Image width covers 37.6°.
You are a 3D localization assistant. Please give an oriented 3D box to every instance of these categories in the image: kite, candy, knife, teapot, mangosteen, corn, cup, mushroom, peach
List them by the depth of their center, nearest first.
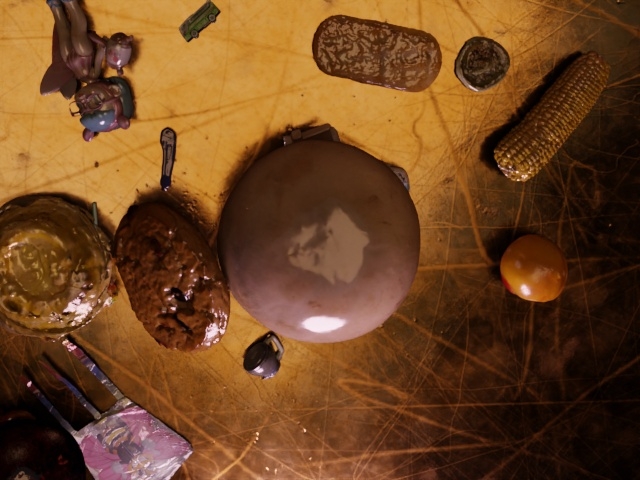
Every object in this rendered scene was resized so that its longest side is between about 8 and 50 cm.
[{"bbox_3d":[0.000,0.000,1.685,0.362,0.294,0.363,1,96,8],"label":"mushroom"},{"bbox_3d":[-0.015,-0.182,1.747,0.099,0.074,0.102,-14,130,-6],"label":"cup"},{"bbox_3d":[-0.562,0.418,1.752,0.228,0.228,0.265,-43,62,3],"label":"mangosteen"},{"bbox_3d":[-0.288,-0.150,1.756,0.031,0.018,0.121,5,101,-15],"label":"knife"},{"bbox_3d":[-0.416,0.028,1.766,0.060,0.060,0.201,-6,93,-5],"label":"candy"},{"bbox_3d":[0.442,-0.237,1.786,0.101,0.101,0.292,38,91,-12],"label":"corn"},{"bbox_3d":[0.412,0.052,1.816,0.138,0.138,0.138,-1,101,-6],"label":"peach"},{"bbox_3d":[-0.105,0.230,1.834,0.057,0.066,0.088,43,70,-31],"label":"teapot"},{"bbox_3d":[-0.421,0.354,1.838,0.204,0.022,0.360,-35,106,1],"label":"kite"}]

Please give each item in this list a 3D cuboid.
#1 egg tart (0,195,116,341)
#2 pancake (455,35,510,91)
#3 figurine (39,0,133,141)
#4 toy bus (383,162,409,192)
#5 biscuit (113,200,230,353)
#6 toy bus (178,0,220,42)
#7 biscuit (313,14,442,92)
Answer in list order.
[{"bbox_3d":[-0.515,0.051,1.708,0.278,0.095,0.279,1,95,7],"label":"egg tart"},{"bbox_3d":[0.309,-0.334,1.790,0.108,0.017,0.108,-1,97,-4],"label":"pancake"},{"bbox_3d":[-0.394,-0.317,1.662,0.205,0.103,0.260,-15,99,22],"label":"figurine"},{"bbox_3d":[0.110,-0.112,1.789,0.122,0.060,0.075,4,97,-5],"label":"toy bus"},{"bbox_3d":[-0.277,0.072,1.691,0.075,0.296,0.296,-31,107,-42],"label":"biscuit"},{"bbox_3d":[-0.220,-0.398,1.710,0.083,0.031,0.037,-42,95,2],"label":"toy bus"},{"bbox_3d":[0.108,-0.349,1.758,0.247,0.029,0.119,9,100,-8],"label":"biscuit"}]
